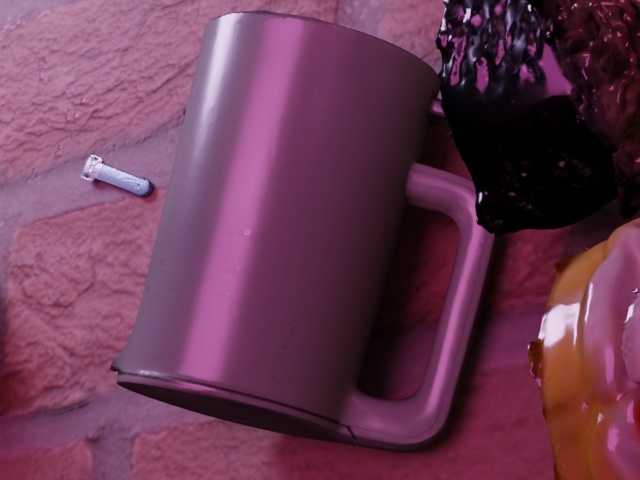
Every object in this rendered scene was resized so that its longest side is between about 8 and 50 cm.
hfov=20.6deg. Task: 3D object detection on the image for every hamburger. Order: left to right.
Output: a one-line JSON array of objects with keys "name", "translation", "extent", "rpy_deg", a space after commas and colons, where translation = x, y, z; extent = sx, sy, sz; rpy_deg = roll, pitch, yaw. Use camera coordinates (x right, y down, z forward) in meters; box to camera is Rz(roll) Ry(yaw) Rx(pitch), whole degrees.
[{"name": "hamburger", "translation": [0.291, 0.098, 1.125], "extent": [0.237, 0.276, 0.276], "rpy_deg": [-19, 61, 40]}]

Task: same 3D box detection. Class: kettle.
[{"name": "kettle", "translation": [-0.009, 0.001, 1.460], "extent": [0.205, 0.265, 0.318], "rpy_deg": [-15, 58, 67]}]

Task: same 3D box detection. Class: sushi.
[{"name": "sushi", "translation": [0.216, -0.124, 1.298], "extent": [0.218, 0.238, 0.225], "rpy_deg": [-7, 83, 30]}]

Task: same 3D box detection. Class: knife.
[{"name": "knife", "translation": [-0.198, -0.061, 1.720], "extent": [0.096, 0.010, 0.027], "rpy_deg": [21, 84, 38]}]
